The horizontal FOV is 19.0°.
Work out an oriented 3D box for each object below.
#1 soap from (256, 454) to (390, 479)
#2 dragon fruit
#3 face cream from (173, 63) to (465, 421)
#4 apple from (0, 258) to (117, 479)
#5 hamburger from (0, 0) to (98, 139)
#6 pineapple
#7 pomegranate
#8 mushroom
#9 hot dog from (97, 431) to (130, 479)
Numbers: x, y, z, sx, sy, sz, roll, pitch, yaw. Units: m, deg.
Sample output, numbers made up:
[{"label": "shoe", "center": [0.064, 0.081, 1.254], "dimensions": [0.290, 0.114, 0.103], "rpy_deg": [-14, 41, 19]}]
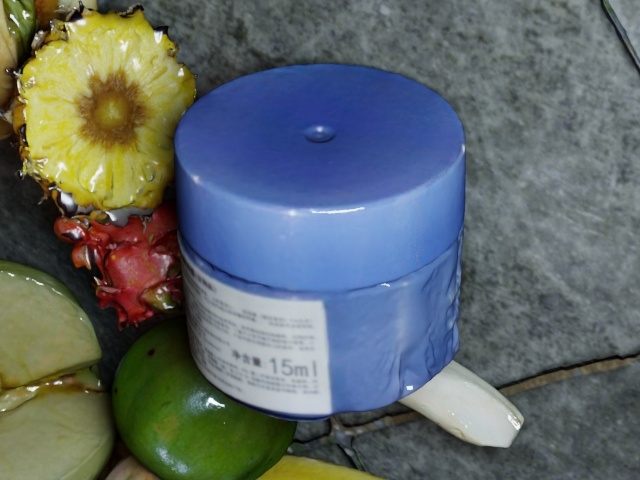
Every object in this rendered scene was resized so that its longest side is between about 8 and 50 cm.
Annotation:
[{"label": "soap", "center": [0.059, 0.364, 1.921], "dimensions": [0.427, 0.115, 0.306], "rpy_deg": [12, 127, 35]}, {"label": "dragon fruit", "center": [-0.170, 0.015, 1.850], "dimensions": [0.208, 0.133, 0.150], "rpy_deg": [31, 90, 12]}, {"label": "face cream", "center": [0.000, 0.000, 1.653], "dimensions": [0.249, 0.249, 0.225], "rpy_deg": [18, 129, 24]}, {"label": "apple", "center": [-0.350, 0.170, 1.987], "dimensions": [0.233, 0.258, 0.295], "rpy_deg": [118, 136, -75]}, {"label": "hamburger", "center": [-0.331, -0.266, 1.772], "dimensions": [0.209, 0.162, 0.330], "rpy_deg": [-27, 96, 43]}, {"label": "pineapple", "center": [-0.207, -0.115, 1.762], "dimensions": [0.076, 0.225, 0.225], "rpy_deg": [1, 119, 52]}, {"label": "pomegranate", "center": [-0.132, 0.182, 1.878], "dimensions": [0.187, 0.187, 0.225], "rpy_deg": [38, 107, 8]}, {"label": "mushroom", "center": [0.096, 0.125, 1.789], "dimensions": [0.209, 0.071, 0.084], "rpy_deg": [32, 102, 11]}, {"label": "hot dog", "center": [-0.181, 0.264, 2.026], "dimensions": [0.146, 0.103, 0.213], "rpy_deg": [41, 133, 34]}]
